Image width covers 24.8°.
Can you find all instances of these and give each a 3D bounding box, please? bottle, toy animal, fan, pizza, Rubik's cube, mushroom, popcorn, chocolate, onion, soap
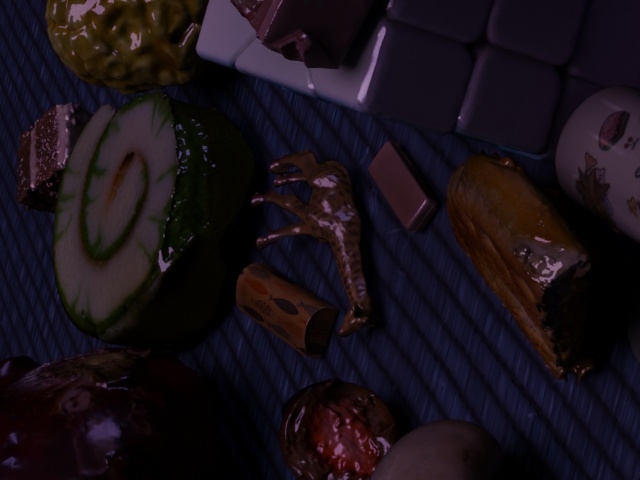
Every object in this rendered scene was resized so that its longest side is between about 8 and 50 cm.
[{"bbox_3d":[0.314,-0.037,1.216,0.253,0.120,0.120,39,112,51],"label":"bottle"},{"bbox_3d":[0.006,-0.008,1.685,0.149,0.054,0.275,-54,48,9],"label":"toy animal"},{"bbox_3d":[0.299,0.058,1.305,0.175,0.005,0.113,31,106,52],"label":"fan"},{"bbox_3d":[0.198,0.021,1.339,0.086,0.226,0.335,-31,10,-3],"label":"pizza"},{"bbox_3d":[0.118,-0.264,1.386,0.322,0.316,0.318,24,100,53],"label":"Rubik's cube"},{"bbox_3d":[0.128,0.263,1.342,0.209,0.206,0.206,-12,69,29],"label":"mushroom"},{"bbox_3d":[-0.232,-0.317,1.961,0.258,0.270,0.224,1,124,53],"label":"popcorn"},{"bbox_3d":[0.026,0.221,1.538,0.124,0.127,0.133,-35,61,23],"label":"chocolate"},{"bbox_3d":[-0.294,0.348,1.790,0.398,0.398,0.420,24,129,54],"label":"onion"},{"bbox_3d":[0.008,-0.291,1.192,0.273,0.098,0.218,-61,38,21],"label":"soap"}]

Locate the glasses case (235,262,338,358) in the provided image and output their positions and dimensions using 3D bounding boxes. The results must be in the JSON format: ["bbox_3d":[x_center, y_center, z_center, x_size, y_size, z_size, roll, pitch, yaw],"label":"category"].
[{"bbox_3d":[-0.046,0.082,1.749,0.170,0.041,0.064,30,105,53],"label":"glasses case"}]

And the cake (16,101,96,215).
[{"bbox_3d":[-0.366,-0.118,2.180,0.147,0.135,0.134,-26,59,43],"label":"cake"}]

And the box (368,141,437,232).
[{"bbox_3d":[0.092,-0.060,1.612,0.048,0.025,0.115,-54,42,22],"label":"box"}]

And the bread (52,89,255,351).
[{"bbox_3d":[-0.231,-0.040,1.968,0.366,0.129,0.382,-55,40,30],"label":"bread"}]
